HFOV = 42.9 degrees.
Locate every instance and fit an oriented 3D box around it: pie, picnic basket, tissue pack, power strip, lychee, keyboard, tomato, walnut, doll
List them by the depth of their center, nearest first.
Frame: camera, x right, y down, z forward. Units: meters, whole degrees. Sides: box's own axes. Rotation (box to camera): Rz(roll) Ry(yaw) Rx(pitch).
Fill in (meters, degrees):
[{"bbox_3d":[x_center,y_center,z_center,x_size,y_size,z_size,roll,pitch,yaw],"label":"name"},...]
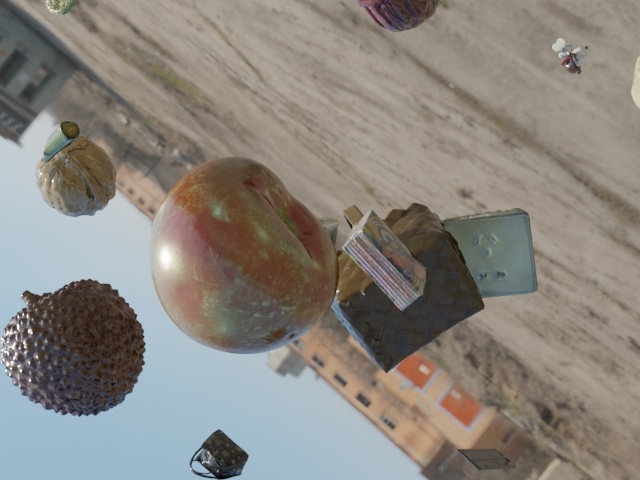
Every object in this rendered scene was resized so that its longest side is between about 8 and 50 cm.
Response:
[{"bbox_3d":[-0.115,0.030,1.108,0.270,0.222,0.270,45,-164,-17],"label":"tomato"},{"bbox_3d":[0.108,0.032,1.337,0.148,0.060,0.109,47,-156,-7],"label":"tissue pack"},{"bbox_3d":[-0.448,-0.431,1.416,0.084,0.084,0.021,37,-161,31],"label":"pie"},{"bbox_3d":[0.000,0.000,1.521,0.042,0.083,0.062,23,-158,34],"label":"tissue pack"},{"bbox_3d":[0.477,-0.352,1.560,0.085,0.058,0.040,2,-143,-33],"label":"doll"},{"bbox_3d":[0.147,0.071,1.644,0.254,0.291,0.321,57,180,-22],"label":"picnic basket"},{"bbox_3d":[-0.503,0.215,1.659,0.304,0.275,0.276,48,177,2],"label":"lychee"},{"bbox_3d":[0.345,0.450,1.674,0.063,0.010,0.198,39,-169,35],"label":"keyboard"},{"bbox_3d":[0.363,0.024,1.771,0.064,0.198,0.213,-65,-34,-59],"label":"power strip"},{"bbox_3d":[-0.605,-0.157,2.020,0.198,0.198,0.245,38,159,12],"label":"walnut"}]

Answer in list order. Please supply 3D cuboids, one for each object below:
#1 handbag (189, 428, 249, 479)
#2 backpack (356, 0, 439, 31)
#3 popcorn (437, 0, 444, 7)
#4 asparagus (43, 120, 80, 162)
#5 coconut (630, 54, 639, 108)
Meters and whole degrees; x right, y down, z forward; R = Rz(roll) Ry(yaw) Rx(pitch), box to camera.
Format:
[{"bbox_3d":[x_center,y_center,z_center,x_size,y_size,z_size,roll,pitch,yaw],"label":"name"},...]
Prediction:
[{"bbox_3d":[-0.254,0.524,1.936,0.115,0.072,0.139,35,-156,23],"label":"handbag"},{"bbox_3d":[0.132,-0.478,1.441,0.138,0.229,0.229,-5,145,43],"label":"backpack"},{"bbox_3d":[0.195,-0.593,1.647,0.192,0.233,0.266,8,157,-31],"label":"popcorn"},{"bbox_3d":[-0.545,-0.202,1.677,0.178,0.045,0.041,-20,94,51],"label":"asparagus"},{"bbox_3d":[0.625,-0.279,1.435,0.147,0.147,0.152,38,-160,18],"label":"coconut"}]
